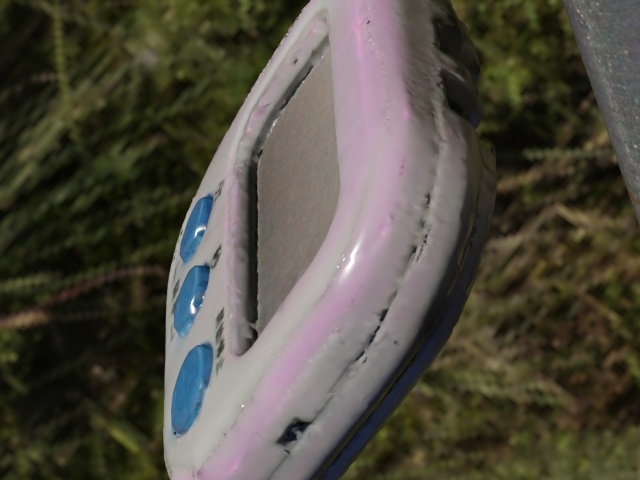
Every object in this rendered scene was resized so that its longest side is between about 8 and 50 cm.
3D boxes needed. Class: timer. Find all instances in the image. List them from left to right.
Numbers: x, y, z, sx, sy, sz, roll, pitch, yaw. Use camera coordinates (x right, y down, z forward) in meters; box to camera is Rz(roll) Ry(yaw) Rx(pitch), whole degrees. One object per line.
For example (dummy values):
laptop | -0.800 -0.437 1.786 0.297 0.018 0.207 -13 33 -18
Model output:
timer | 0.000 0.000 0.786 0.069 0.191 0.208 23 -146 -18

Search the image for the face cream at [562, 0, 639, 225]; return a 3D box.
face cream | 0.111 -0.081 0.611 0.073 0.073 0.283 19 139 52
